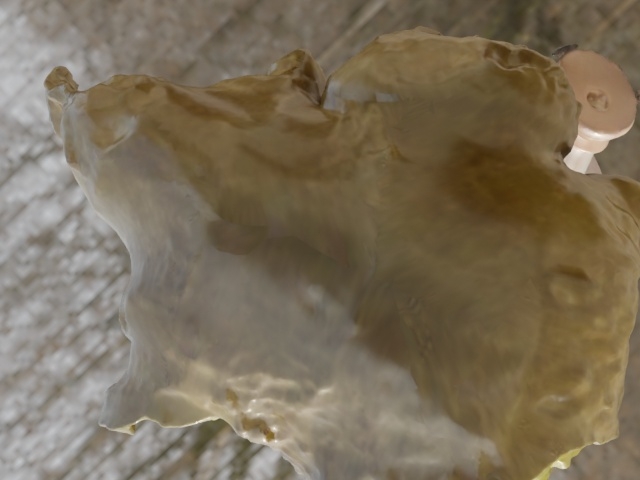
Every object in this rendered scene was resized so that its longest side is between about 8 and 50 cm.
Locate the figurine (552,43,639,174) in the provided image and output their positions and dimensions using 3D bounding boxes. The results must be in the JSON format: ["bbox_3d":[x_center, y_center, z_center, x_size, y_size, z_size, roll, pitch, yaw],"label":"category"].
[{"bbox_3d":[0.076,-0.003,0.961,0.200,0.276,0.133,21,-119,-10],"label":"figurine"}]

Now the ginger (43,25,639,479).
[{"bbox_3d":[0.000,0.000,0.682,0.270,0.219,0.123,39,178,5],"label":"ginger"}]
